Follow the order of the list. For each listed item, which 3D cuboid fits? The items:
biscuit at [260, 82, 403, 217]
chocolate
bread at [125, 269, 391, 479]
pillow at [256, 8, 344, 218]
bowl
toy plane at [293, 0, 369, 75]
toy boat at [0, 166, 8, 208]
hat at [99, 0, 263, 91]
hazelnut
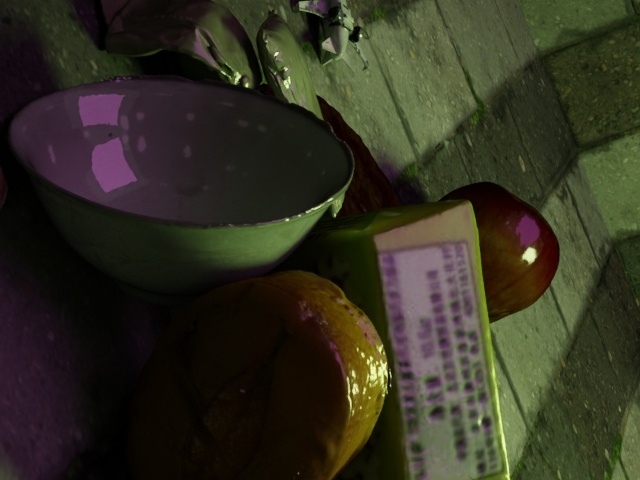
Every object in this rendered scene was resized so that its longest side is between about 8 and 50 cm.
[{"bbox_3d":[0.000,0.000,1.749,0.407,0.091,0.407,43,32,-36],"label":"biscuit"},{"bbox_3d":[0.023,0.124,1.411,0.137,0.289,0.301,-9,90,-43],"label":"chocolate"},{"bbox_3d":[-0.060,0.150,1.265,0.195,0.270,0.142,42,32,14],"label":"bread"},{"bbox_3d":[-0.022,-0.143,1.637,0.148,0.050,0.230,-89,162,-75],"label":"pillow"},{"bbox_3d":[-0.130,-0.027,1.333,0.313,0.313,0.146,-63,162,-61],"label":"bowl"},{"bbox_3d":[0.022,-0.324,2.142,0.162,0.065,0.171,35,44,-38],"label":"toy plane"},{"bbox_3d":[-0.305,-0.075,1.190,0.122,0.034,0.096,55,20,-29],"label":"toy boat"},{"bbox_3d":[-0.147,-0.264,1.605,0.214,0.149,0.245,20,64,-63],"label":"hat"},{"bbox_3d":[0.247,0.031,2.201,0.251,0.217,0.217,80,0,-66],"label":"hazelnut"}]
